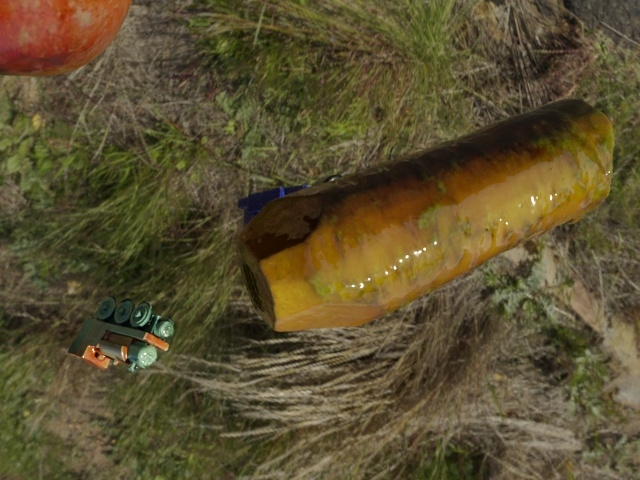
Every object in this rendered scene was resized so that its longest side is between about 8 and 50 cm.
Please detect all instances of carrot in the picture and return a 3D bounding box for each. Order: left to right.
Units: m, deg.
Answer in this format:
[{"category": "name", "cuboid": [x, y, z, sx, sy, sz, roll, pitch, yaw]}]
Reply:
[{"category": "carrot", "cuboid": [0.086, -0.019, 0.440, 0.301, 0.114, 0.114, -21, 125, -15]}]

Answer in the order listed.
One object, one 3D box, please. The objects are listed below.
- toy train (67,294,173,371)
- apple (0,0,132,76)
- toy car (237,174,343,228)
[{"category": "toy train", "cuboid": [-0.319, 0.158, 0.914, 0.175, 0.118, 0.074, 6, 153, 35]}, {"category": "apple", "cuboid": [-0.235, -0.203, 0.343, 0.253, 0.254, 0.254, 6, 126, 8]}, {"category": "toy car", "cuboid": [0.000, 0.000, 0.840, 0.235, 0.158, 0.172, 11, 169, -43]}]
